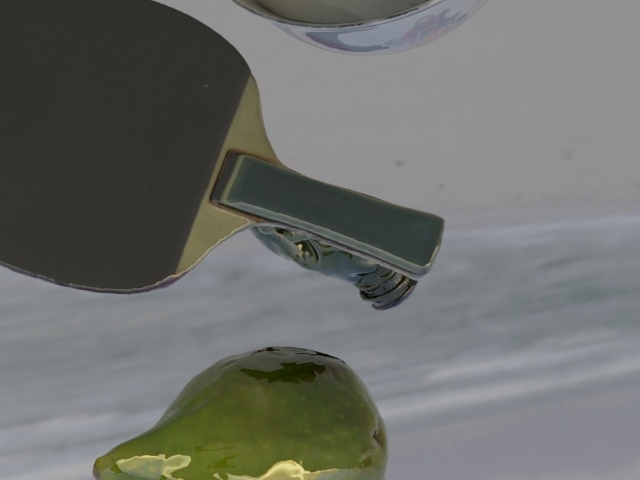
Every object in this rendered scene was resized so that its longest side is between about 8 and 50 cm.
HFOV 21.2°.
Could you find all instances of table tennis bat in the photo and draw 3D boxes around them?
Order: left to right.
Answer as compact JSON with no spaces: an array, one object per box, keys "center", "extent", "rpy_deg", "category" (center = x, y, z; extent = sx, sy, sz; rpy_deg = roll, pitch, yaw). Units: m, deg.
[{"center":[-0.072,-0.038,0.834],"extent":[0.274,0.154,0.021],"rpy_deg":[19,166,6],"category":"table tennis bat"}]

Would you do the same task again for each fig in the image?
[{"center":[-0.075,0.187,1.454],"extent":[0.206,0.206,0.275],"rpy_deg":[-18,161,39],"category":"fig"}]

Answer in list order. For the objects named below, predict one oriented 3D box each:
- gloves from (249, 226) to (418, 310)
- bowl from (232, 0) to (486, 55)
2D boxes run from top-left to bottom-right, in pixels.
[{"center":[0.004,-0.009,1.986],"extent":[0.135,0.107,0.268],"rpy_deg":[-24,138,39],"category":"gloves"},{"center":[0.068,-0.293,1.720],"extent":[0.346,0.345,0.157],"rpy_deg":[-13,142,12],"category":"bowl"}]
